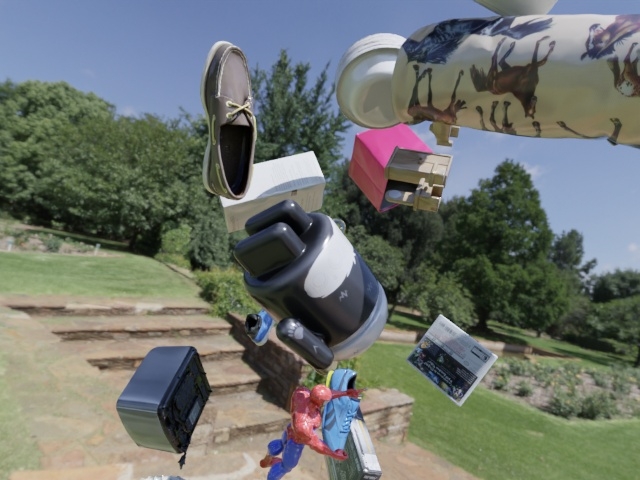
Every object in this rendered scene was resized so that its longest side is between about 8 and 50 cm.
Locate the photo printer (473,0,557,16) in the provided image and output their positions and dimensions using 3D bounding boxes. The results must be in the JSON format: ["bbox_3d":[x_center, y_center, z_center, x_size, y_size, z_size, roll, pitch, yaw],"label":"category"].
[{"bbox_3d":[0.201,-0.467,0.620,0.307,0.256,0.107,21,-46,-11],"label":"photo printer"}]

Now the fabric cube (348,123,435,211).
[{"bbox_3d":[0.306,-0.329,1.805,0.254,0.258,0.259,-25,-29,-19],"label":"fabric cube"}]

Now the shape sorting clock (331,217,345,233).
[{"bbox_3d":[0.000,0.000,1.418,0.040,0.206,0.206,56,16,22],"label":"shape sorting clock"}]

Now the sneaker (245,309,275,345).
[{"bbox_3d":[-0.182,0.236,1.252,0.058,0.152,0.084,-8,-46,32],"label":"sneaker"}]

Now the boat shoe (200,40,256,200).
[{"bbox_3d":[-0.189,-0.248,0.873,0.116,0.324,0.096,-8,23,-42],"label":"boat shoe"}]

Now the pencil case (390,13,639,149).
[{"bbox_3d":[0.302,-0.222,0.588,0.410,0.160,0.183,20,-21,35],"label":"pencil case"}]

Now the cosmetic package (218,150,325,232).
[{"bbox_3d":[-0.191,-0.182,1.549,0.385,0.156,0.217,-18,-21,-12],"label":"cosmetic package"}]

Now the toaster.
[{"bbox_3d":[-0.321,0.341,0.860,0.110,0.168,0.186,1,35,11],"label":"toaster"}]

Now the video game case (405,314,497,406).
[{"bbox_3d":[0.369,0.338,1.162,0.190,0.173,0.022,38,3,31],"label":"video game case"}]

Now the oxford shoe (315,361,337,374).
[{"bbox_3d":[-0.010,0.284,1.307,0.123,0.348,0.130,-22,11,-23],"label":"oxford shoe"}]

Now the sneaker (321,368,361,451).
[{"bbox_3d":[0.055,0.425,1.008,0.082,0.209,0.069,-8,-23,33],"label":"sneaker"}]

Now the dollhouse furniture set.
[{"bbox_3d":[0.265,-0.308,1.055,0.173,0.303,0.356,13,-42,18],"label":"dollhouse furniture set"}]

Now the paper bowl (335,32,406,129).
[{"bbox_3d":[0.188,-0.469,1.265,0.284,0.148,0.284,0,-38,0],"label":"paper bowl"}]

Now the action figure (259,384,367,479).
[{"bbox_3d":[-0.008,0.330,0.675,0.139,0.280,0.091,10,35,-14],"label":"action figure"}]

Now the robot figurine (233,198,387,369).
[{"bbox_3d":[-0.011,0.070,0.650,0.278,0.209,0.173,50,-20,-29],"label":"robot figurine"}]

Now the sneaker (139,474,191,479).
[{"bbox_3d":[-0.307,0.477,0.654,0.293,0.146,0.102,-16,38,-3],"label":"sneaker"}]

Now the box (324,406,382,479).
[{"bbox_3d":[0.079,0.603,1.132,0.056,0.183,0.231,16,19,-17],"label":"box"}]
